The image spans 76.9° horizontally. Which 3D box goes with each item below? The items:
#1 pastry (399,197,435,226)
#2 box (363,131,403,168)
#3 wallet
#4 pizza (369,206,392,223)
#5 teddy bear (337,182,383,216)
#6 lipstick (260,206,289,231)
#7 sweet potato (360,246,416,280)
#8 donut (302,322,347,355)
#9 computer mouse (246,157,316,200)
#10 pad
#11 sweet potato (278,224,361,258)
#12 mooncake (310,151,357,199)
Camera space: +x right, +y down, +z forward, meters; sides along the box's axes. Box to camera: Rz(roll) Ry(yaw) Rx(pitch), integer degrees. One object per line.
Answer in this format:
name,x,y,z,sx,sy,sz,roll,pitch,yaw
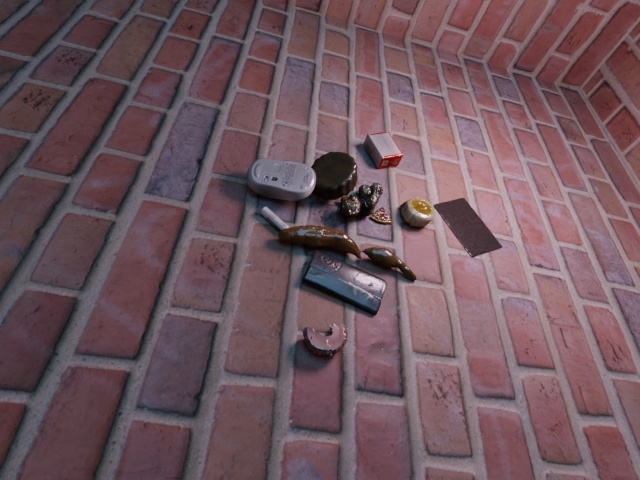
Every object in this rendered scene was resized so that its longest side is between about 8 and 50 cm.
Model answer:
pastry,0.456,-0.133,1.893,0.165,0.088,0.166,11,50,-13
box,0.324,-0.468,2.097,0.133,0.099,0.182,-14,61,-23
wallet,0.100,0.157,1.586,0.320,0.044,0.171,24,49,0
pizza,0.272,-0.114,1.855,0.099,0.029,0.100,-11,58,-23
teddy bear,0.188,-0.166,1.812,0.251,0.181,0.129,-32,105,-35
lipstick,-0.189,-0.083,1.676,0.141,0.040,0.040,42,53,13
sweet potato,0.292,0.084,1.685,0.269,0.075,0.075,29,50,-6
donut,0.022,0.351,1.400,0.165,0.065,0.117,-3,54,-19
computer mouse,-0.171,-0.255,1.752,0.296,0.121,0.184,7,61,-4
pad,0.724,-0.073,1.986,0.219,0.004,0.330,-13,59,-26
sweet potato,0.006,-0.013,1.652,0.354,0.095,0.106,13,69,-9
mooncake,0.061,-0.284,1.819,0.228,0.124,0.228,-8,54,11
